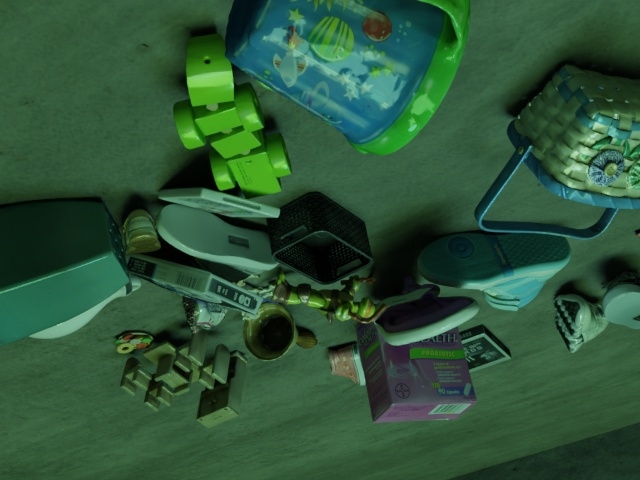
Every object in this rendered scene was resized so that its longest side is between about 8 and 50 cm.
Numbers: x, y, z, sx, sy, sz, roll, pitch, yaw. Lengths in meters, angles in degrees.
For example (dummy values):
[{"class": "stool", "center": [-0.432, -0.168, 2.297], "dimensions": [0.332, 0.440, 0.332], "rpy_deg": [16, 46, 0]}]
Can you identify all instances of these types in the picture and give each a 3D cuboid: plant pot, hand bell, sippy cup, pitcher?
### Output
[{"class": "plant pot", "center": [-0.447, 0.038, 1.305], "dimensions": [0.234, 0.166, 0.166], "rpy_deg": [-16, 150, -6]}, {"class": "hand bell", "center": [-0.064, 0.221, 1.801], "dimensions": [0.126, 0.126, 0.242], "rpy_deg": [-21, 159, 18]}, {"class": "sippy cup", "center": [0.017, -0.246, 0.929], "dimensions": [0.224, 0.240, 0.305], "rpy_deg": [19, 130, -24]}, {"class": "pitcher", "center": [-0.443, 0.103, 1.465], "dimensions": [0.207, 0.126, 0.178], "rpy_deg": [-24, 164, 1]}]

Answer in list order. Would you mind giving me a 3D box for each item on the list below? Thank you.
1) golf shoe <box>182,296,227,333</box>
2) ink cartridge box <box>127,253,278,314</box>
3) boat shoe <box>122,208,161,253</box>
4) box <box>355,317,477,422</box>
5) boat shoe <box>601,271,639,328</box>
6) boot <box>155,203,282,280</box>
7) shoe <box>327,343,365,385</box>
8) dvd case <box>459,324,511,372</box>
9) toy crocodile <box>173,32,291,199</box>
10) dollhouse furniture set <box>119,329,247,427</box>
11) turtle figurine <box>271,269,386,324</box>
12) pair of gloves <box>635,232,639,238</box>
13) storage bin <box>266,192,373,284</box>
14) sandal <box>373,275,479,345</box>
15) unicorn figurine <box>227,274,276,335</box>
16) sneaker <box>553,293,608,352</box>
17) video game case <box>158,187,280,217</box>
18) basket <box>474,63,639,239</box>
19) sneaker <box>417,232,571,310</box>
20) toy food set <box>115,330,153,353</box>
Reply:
[{"class": "golf shoe", "center": [-0.235, 0.140, 1.617], "dimensions": [0.085, 0.068, 0.186], "rpy_deg": [-17, 168, -10]}, {"class": "ink cartridge box", "center": [-0.216, 0.087, 1.457], "dimensions": [0.206, 0.045, 0.208], "rpy_deg": [11, 168, 36]}, {"class": "boat shoe", "center": [-0.306, -0.015, 1.355], "dimensions": [0.063, 0.059, 0.170], "rpy_deg": [-8, 171, -18]}, {"class": "box", "center": [0.216, 0.282, 1.826], "dimensions": [0.213, 0.243, 0.117], "rpy_deg": [3, 147, -20]}, {"class": "boat shoe", "center": [0.726, 0.129, 1.868], "dimensions": [0.113, 0.105, 0.306], "rpy_deg": [-35, 148, 29]}, {"class": "boot", "center": [-0.201, 0.018, 1.409], "dimensions": [0.258, 0.095, 0.123], "rpy_deg": [21, 143, -37]}, {"class": "shoe", "center": [0.067, 0.322, 2.030], "dimensions": [0.081, 0.064, 0.178], "rpy_deg": [-11, 144, 3]}, {"class": "dvd case", "center": [0.392, 0.302, 2.124], "dimensions": [0.179, 0.030, 0.238], "rpy_deg": [-24, 147, 20]}, {"class": "toy crocodile", "center": [-0.123, -0.160, 1.144], "dimensions": [0.115, 0.105, 0.340], "rpy_deg": [-15, 154, 7]}, {"class": "dollhouse furniture set", "center": [-0.293, 0.293, 1.828], "dimensions": [0.212, 0.161, 0.242], "rpy_deg": [-27, 127, 25]}, {"class": "turtle figurine", "center": [0.018, 0.116, 1.576], "dimensions": [0.217, 0.269, 0.087], "rpy_deg": [13, 107, 2]}, {"class": "pair of gloves", "center": [0.781, -0.020, 1.717], "dimensions": [0.159, 0.023, 0.198], "rpy_deg": [-29, 144, 31]}, {"class": "storage bin", "center": [0.000, 0.000, 1.449], "dimensions": [0.122, 0.084, 0.180], "rpy_deg": [-27, 146, 26]}, {"class": "sandal", "center": [0.173, 0.127, 1.581], "dimensions": [0.169, 0.102, 0.416], "rpy_deg": [-28, -176, -14]}, {"class": "unicorn figurine", "center": [-0.145, 0.115, 1.630], "dimensions": [0.111, 0.060, 0.162], "rpy_deg": [-22, 132, 25]}, {"class": "sneaker", "center": [0.646, 0.186, 1.951], "dimensions": [0.118, 0.110, 0.292], "rpy_deg": [-24, 156, 7]}, {"class": "video game case", "center": [-0.166, -0.060, 1.286], "dimensions": [0.143, 0.019, 0.157], "rpy_deg": [14, 174, -35]}, {"class": "basket", "center": [0.405, -0.118, 1.260], "dimensions": [0.254, 0.201, 0.289], "rpy_deg": [2, 137, -22]}, {"class": "sneaker", "center": [0.342, 0.081, 1.648], "dimensions": [0.318, 0.127, 0.208], "rpy_deg": [-4, 147, -10]}, {"class": "toy food set", "center": [-0.412, 0.224, 1.756], "dimensions": [0.083, 0.020, 0.083], "rpy_deg": [-2, 148, -14]}]
